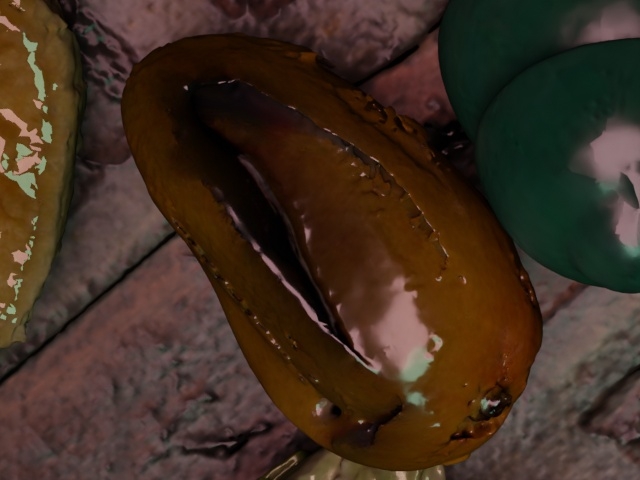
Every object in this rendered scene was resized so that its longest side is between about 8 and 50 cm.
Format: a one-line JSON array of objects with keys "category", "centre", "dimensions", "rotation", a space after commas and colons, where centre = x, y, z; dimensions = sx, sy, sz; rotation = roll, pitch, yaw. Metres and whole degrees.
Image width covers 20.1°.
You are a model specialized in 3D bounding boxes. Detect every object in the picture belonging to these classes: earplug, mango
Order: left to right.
[{"category": "mango", "centre": [0.000, 0.000, 0.873], "dimensions": [0.248, 0.151, 0.156], "rotation": [43, 123, 9]}, {"category": "earplug", "centre": [0.104, -0.109, 0.828], "dimensions": [0.257, 0.280, 0.164], "rotation": [23, 136, -37]}]

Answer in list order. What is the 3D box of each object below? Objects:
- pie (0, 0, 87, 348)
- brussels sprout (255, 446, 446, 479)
[{"category": "pie", "centre": [-0.280, -0.047, 0.920], "dimensions": [0.339, 0.083, 0.339], "rotation": [1, 106, 4]}, {"category": "brussels sprout", "centre": [0.010, 0.182, 0.940], "dimensions": [0.139, 0.100, 0.181], "rotation": [21, 92, -5]}]
